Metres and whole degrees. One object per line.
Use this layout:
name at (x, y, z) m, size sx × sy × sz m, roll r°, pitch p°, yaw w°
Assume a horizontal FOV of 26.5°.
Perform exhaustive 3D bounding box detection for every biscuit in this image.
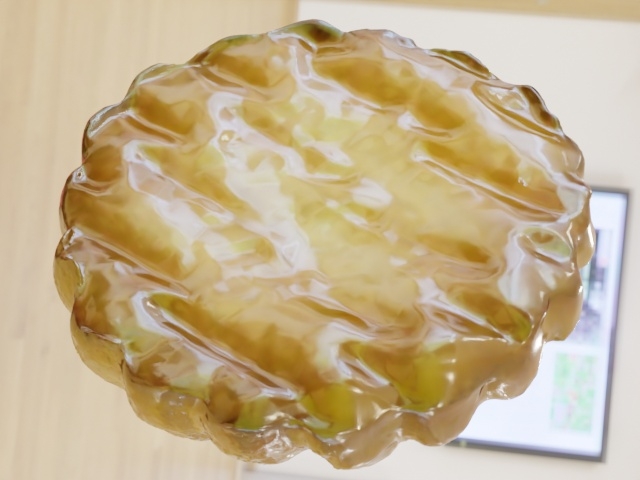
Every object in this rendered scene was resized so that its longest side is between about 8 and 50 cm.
biscuit at (0.000, 0.000, 0.819) m, size 0.107 × 0.325 × 0.326 m, roll 86°, pitch 12°, yaw -51°
